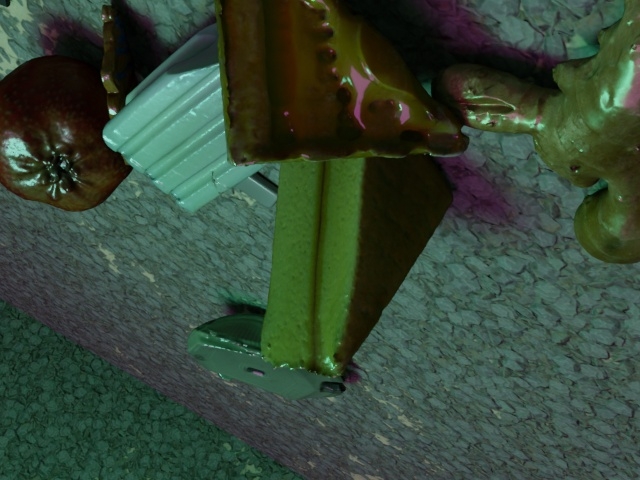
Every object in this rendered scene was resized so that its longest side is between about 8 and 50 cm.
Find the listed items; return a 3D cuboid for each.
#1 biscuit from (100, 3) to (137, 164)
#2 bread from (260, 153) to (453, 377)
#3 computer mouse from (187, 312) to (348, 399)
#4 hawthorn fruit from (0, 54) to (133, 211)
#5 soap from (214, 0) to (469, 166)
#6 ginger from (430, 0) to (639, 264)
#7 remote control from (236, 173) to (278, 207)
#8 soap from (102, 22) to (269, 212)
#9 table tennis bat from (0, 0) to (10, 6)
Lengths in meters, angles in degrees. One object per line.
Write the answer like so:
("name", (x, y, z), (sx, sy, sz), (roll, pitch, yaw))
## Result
("biscuit", (-0.337, -0.259, 1.384), (0.043, 0.183, 0.280), (-4, 116, 2))
("bread", (0.000, 0.000, 1.224), (0.233, 0.362, 0.245), (-3, 138, 51))
("computer mouse", (-0.130, 0.285, 2.090), (0.428, 0.146, 0.228), (16, 143, 8))
("hawthorn fruit", (-0.491, -0.222, 1.538), (0.287, 0.330, 0.287), (-8, 132, -9))
("soap", (0.020, -0.267, 1.022), (0.304, 0.339, 0.169), (-5, -173, -11))
("ginger", (0.332, -0.110, 0.942), (0.363, 0.122, 0.348), (50, 159, -9))
("remote control", (-0.189, -0.151, 1.553), (0.261, 0.029, 0.067), (34, 151, -6))
("soap", (-0.160, -0.197, 1.249), (0.208, 0.115, 0.347), (40, 137, -23))
("table tennis bat", (-0.680, -0.478, 1.504), (0.220, 0.019, 0.130), (18, 150, 1))
